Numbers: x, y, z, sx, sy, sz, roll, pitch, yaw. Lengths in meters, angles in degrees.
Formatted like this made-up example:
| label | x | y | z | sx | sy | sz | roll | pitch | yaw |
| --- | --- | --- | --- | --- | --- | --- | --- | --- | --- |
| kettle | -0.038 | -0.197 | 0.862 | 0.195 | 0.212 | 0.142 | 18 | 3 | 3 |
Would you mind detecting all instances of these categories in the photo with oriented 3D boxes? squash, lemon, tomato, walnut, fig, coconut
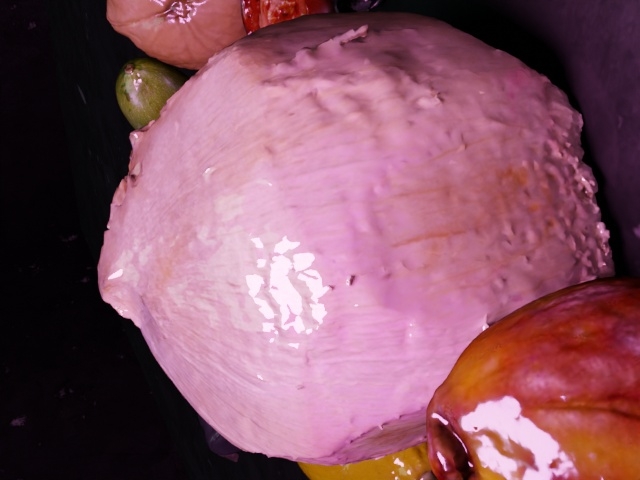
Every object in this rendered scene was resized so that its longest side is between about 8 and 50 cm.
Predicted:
| label | x | y | z | sx | sy | sz | roll | pitch | yaw |
| --- | --- | --- | --- | --- | --- | --- | --- | --- | --- |
| squash | -0.190 | -0.173 | 1.437 | 0.395 | 0.107 | 0.107 | 21 | -130 | -79 |
| lemon | 0.055 | 0.212 | 1.144 | 0.248 | 0.184 | 0.184 | -146 | 43 | -66 |
| tomato | -0.027 | -0.253 | 1.134 | 0.166 | 0.082 | 0.174 | 60 | 152 | 23 |
| walnut | -0.165 | -0.325 | 1.271 | 0.228 | 0.228 | 0.228 | 163 | 90 | -70 |
| fig | 0.203 | 0.130 | 0.631 | 0.263 | 0.224 | 0.224 | 37 | 161 | -8 |
| coconut | 0.000 | 0.000 | 0.852 | 0.404 | 0.404 | 0.405 | 163 | 90 | -70 |

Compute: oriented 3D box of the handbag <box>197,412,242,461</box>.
| label | x | y | z | sx | sy | sz | roll | pitch | yaw |
| --- | --- | --- | --- | --- | --- | --- | --- | --- | --- |
| handbag | -0.091 | 0.131 | 1.459 | 0.275 | 0.177 | 0.302 | 111 | 145 | -41 |

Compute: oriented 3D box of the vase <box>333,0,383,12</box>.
| label | x | y | z | sx | sy | sz | roll | pitch | yaw |
| --- | --- | --- | --- | --- | --- | --- | --- | --- | --- |
| vase | 0.009 | -0.308 | 1.029 | 0.059 | 0.059 | 0.167 | 110 | 140 | -59 |
